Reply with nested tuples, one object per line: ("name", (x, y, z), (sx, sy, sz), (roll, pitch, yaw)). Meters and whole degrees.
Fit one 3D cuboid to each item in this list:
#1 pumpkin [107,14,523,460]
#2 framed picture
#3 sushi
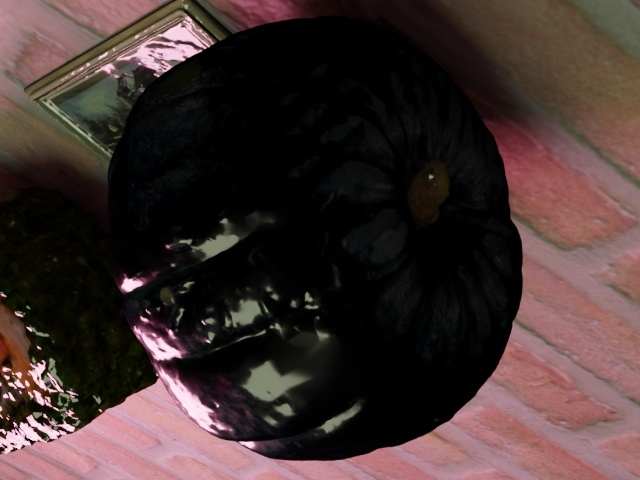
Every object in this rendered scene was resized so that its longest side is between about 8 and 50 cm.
("pumpkin", (0.000, 0.000, 0.928), (0.266, 0.363, 0.363), (-17, 132, 38))
("framed picture", (-0.143, -0.118, 1.161), (0.232, 0.019, 0.296), (40, 144, -28))
("sushi", (-0.346, 0.088, 1.366), (0.352, 0.178, 0.294), (-20, 98, 50))
